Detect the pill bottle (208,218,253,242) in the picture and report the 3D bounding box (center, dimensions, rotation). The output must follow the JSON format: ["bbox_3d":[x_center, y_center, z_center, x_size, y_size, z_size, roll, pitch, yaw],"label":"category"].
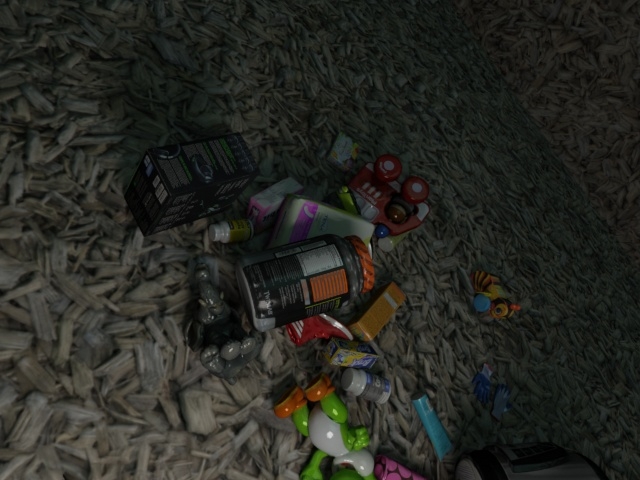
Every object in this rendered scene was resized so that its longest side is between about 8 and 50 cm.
[{"bbox_3d":[-0.256,-0.027,1.321,0.116,0.065,0.065,-8,72,-38],"label":"pill bottle"}]

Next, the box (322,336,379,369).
[{"bbox_3d":[0.091,0.332,1.353,0.169,0.059,0.054,20,19,-40],"label":"box"}]

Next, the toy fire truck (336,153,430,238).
[{"bbox_3d":[0.229,-0.139,1.660,0.302,0.169,0.254,40,69,3],"label":"toy fire truck"}]

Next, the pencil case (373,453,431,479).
[{"bbox_3d":[0.232,0.688,1.295,0.209,0.095,0.098,35,78,-14],"label":"pencil case"}]

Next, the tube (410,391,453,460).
[{"bbox_3d":[0.355,0.584,1.463,0.080,0.052,0.207,-26,89,-36],"label":"tube"}]

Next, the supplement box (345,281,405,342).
[{"bbox_3d":[0.179,0.232,1.494,0.080,0.078,0.233,50,48,-4],"label":"supplement box"}]

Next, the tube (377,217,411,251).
[{"bbox_3d":[0.294,-0.038,1.732,0.240,0.062,0.070,-42,129,-45],"label":"tube"}]

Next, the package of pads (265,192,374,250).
[{"bbox_3d":[0.000,0.000,1.399,0.297,0.101,0.229,19,96,-28],"label":"package of pads"}]

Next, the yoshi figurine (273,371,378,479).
[{"bbox_3d":[0.032,0.540,1.171,0.203,0.203,0.362,-32,90,-25],"label":"yoshi figurine"}]

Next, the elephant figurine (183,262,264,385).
[{"bbox_3d":[-0.260,0.209,1.151,0.239,0.186,0.169,49,6,29],"label":"elephant figurine"}]

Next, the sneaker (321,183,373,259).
[{"bbox_3d":[0.095,-0.036,1.559,0.111,0.121,0.300,-60,128,-73],"label":"sneaker"}]

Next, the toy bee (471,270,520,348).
[{"bbox_3d":[0.700,0.245,1.807,0.195,0.162,0.298,-10,74,-41],"label":"toy bee"}]

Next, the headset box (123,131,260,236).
[{"bbox_3d":[-0.329,-0.150,1.211,0.283,0.246,0.131,-23,83,-40],"label":"headset box"}]

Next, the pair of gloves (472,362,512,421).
[{"bbox_3d":[0.632,0.558,1.689,0.198,0.023,0.159,47,49,-5],"label":"pair of gloves"}]

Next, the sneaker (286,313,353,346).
[{"bbox_3d":[-0.014,0.273,1.351,0.221,0.087,0.128,38,67,-12],"label":"sneaker"}]

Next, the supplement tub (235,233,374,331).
[{"bbox_3d":[-0.042,0.102,1.235,0.338,0.207,0.207,-14,75,-18],"label":"supplement tub"}]

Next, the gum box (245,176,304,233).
[{"bbox_3d":[-0.143,-0.107,1.405,0.062,0.107,0.188,40,46,17],"label":"gum box"}]

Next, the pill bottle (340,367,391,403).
[{"bbox_3d":[0.133,0.426,1.361,0.137,0.078,0.078,26,55,-23],"label":"pill bottle"}]

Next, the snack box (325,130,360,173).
[{"bbox_3d":[0.086,-0.332,1.740,0.100,0.037,0.141,33,52,-16],"label":"snack box"}]

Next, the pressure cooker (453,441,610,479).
[{"bbox_3d":[0.529,0.751,1.225,0.420,0.369,0.375,0,26,-1],"label":"pressure cooker"}]
